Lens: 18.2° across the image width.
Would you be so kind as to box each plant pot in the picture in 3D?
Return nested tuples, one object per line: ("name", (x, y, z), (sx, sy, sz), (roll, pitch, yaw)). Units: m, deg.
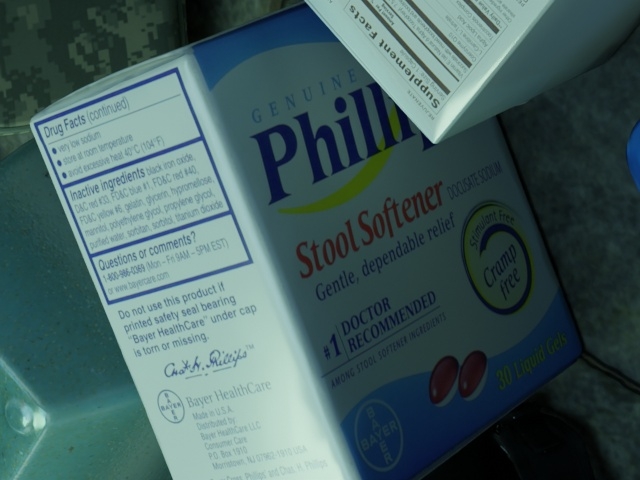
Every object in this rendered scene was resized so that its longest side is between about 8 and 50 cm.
("plant pot", (-0.184, 0.076, 1.453), (0.248, 0.252, 0.247), (47, 131, 14))

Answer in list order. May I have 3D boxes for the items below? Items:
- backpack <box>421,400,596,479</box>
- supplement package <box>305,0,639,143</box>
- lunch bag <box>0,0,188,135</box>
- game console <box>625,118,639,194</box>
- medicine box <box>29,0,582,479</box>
("backpack", (0.098, 0.286, 1.320), (0.263, 0.276, 0.213), (47, 135, 5))
("supplement package", (0.121, -0.230, 1.116), (0.198, 0.199, 0.263), (49, 131, 13))
("lunch bag", (-0.251, -0.225, 1.424), (0.256, 0.212, 0.305), (13, 116, 53))
("game console", (0.356, -0.010, 1.092), (0.293, 0.173, 0.250), (-34, 116, 27))
("medicine box", (0.000, 0.000, 1.265), (0.149, 0.263, 0.289), (-16, 98, 41))
